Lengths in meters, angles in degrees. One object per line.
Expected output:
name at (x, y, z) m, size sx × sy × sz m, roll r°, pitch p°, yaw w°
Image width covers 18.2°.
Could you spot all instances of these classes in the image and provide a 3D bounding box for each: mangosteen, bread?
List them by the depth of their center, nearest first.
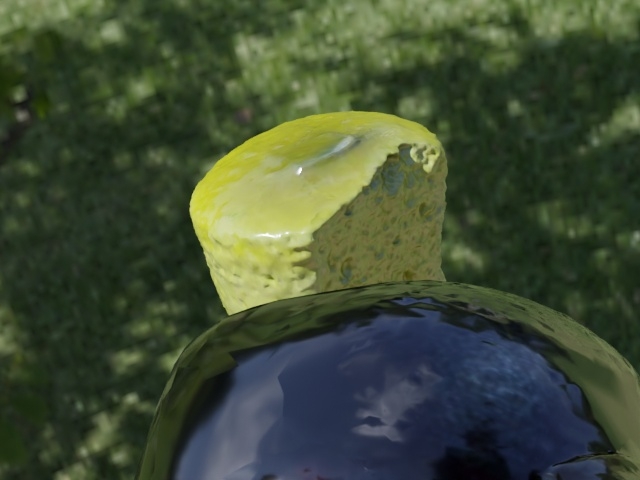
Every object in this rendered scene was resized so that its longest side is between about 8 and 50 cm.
mangosteen at (0.047, 0.118, 0.609) m, size 0.243 × 0.243 × 0.243 m, roll -9°, pitch 41°, yaw 8°
bread at (0.000, 0.000, 0.988) m, size 0.129 × 0.114 × 0.111 m, roll -29°, pitch 30°, yaw -31°
